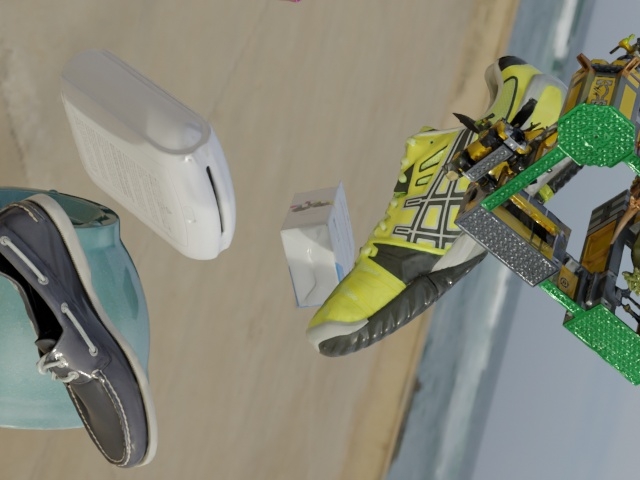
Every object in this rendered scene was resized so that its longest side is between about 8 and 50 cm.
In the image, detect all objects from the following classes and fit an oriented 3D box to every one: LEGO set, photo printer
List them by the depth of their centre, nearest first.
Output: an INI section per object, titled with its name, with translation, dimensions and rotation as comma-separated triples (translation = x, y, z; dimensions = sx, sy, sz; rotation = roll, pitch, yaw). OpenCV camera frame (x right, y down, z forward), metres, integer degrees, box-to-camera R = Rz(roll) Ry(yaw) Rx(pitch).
[LEGO set]
translation = 0.283, -0.045, 1.018
dimensions = 0.255, 0.331, 0.192
rotation = -50, -170, 46
[photo printer]
translation = -0.249, -0.122, 1.735
dimensions = 0.107, 0.307, 0.256
rotation = -39, 147, -25

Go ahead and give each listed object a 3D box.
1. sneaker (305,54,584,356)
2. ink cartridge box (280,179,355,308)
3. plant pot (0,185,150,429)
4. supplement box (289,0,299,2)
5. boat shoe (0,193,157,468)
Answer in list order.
[sneaker]
translation = 0.120, -0.032, 1.222
dimensions = 0.385, 0.147, 0.145
rotation = -44, 179, -2
[ink cartridge box]
translation = 0.000, 0.000, 1.446
dimensions = 0.181, 0.062, 0.104
rotation = -72, 152, -69
[plant pot]
translation = -0.315, 0.053, 1.233
dimensions = 0.293, 0.293, 0.196
rotation = -38, 140, -74
[supplement box]
translation = -0.056, -0.460, 1.632
dimensions = 0.220, 0.111, 0.114
rotation = 59, -8, -22
[boat shoe]
translation = -0.181, 0.071, 0.797
dimensions = 0.065, 0.075, 0.206
rotation = -26, 93, -47
